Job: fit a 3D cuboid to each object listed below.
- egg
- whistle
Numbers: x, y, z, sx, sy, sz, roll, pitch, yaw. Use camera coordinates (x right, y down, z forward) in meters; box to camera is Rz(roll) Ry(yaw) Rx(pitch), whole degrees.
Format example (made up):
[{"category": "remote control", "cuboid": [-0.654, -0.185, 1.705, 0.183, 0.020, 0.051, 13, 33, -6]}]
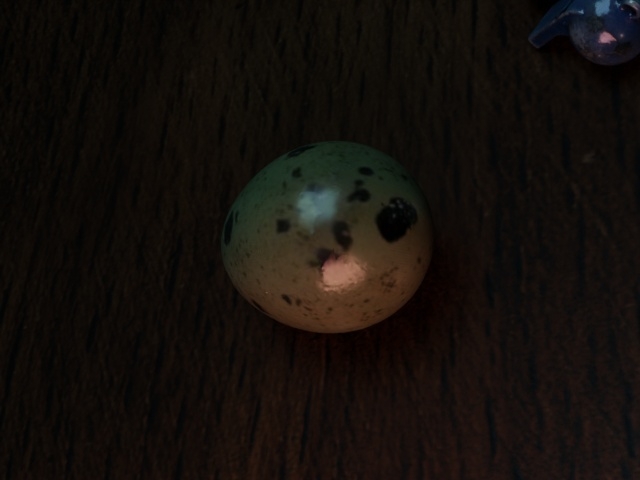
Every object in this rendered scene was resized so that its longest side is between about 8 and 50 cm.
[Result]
[{"category": "egg", "cuboid": [0.000, 0.000, 1.465, 0.228, 0.177, 0.177, -14, 47, 47]}, {"category": "whistle", "cuboid": [0.271, -0.206, 1.528, 0.090, 0.090, 0.158, -55, 7, -15]}]
